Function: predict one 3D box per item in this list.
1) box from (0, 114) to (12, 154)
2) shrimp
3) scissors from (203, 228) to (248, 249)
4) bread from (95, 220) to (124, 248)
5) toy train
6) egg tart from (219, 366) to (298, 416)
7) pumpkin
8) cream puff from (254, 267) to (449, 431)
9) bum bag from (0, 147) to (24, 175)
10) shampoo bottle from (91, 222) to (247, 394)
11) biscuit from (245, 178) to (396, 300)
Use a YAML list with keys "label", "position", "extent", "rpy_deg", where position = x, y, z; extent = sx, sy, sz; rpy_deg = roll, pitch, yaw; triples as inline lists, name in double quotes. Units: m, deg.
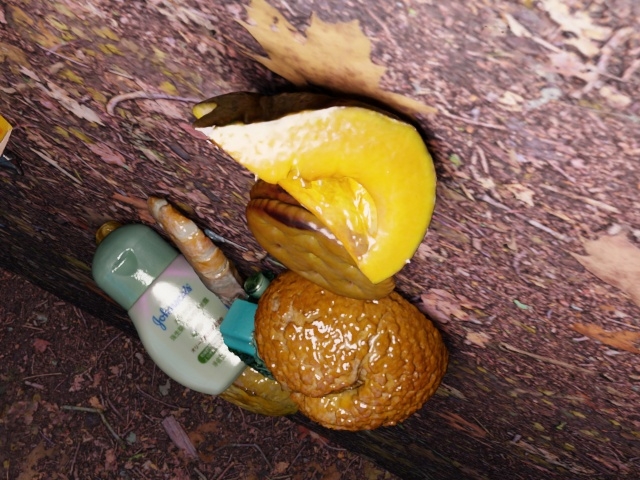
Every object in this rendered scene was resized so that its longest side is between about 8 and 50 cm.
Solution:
- label: "box"
  position: [-0.697, -0.159, 1.411]
  extent: [0.283, 0.260, 0.214]
  rpy_deg: [21, 164, 22]
- label: "shrimp"
  position: [-0.198, 0.026, 1.508]
  extent: [0.164, 0.062, 0.317]
  rpy_deg: [42, 171, 38]
- label: "scissors"
  position: [-0.155, 0.001, 1.483]
  extent: [0.083, 0.006, 0.036]
  rpy_deg: [22, 164, 17]
- label: "bread"
  position: [-0.429, 0.034, 1.876]
  extent: [0.077, 0.084, 0.367]
  rpy_deg: [-10, 169, -17]
- label: "toy train"
  position: [-0.066, 0.150, 1.515]
  extent: [0.112, 0.163, 0.203]
  rpy_deg: [11, 156, 47]
- label: "egg tart"
  position: [-0.140, 0.262, 1.924]
  extent: [0.443, 0.178, 0.443]
  rpy_deg: [24, 161, 9]
- label: "pumpkin"
  position: [0.010, -0.093, 0.853]
  extent: [0.254, 0.149, 0.130]
  rpy_deg: [40, -161, -29]
- label: "cream puff"
  position: [0.032, 0.167, 1.336]
  extent: [0.303, 0.212, 0.303]
  rpy_deg: [30, 162, 10]
- label: "bum bag"
  position: [-0.583, -0.157, 1.626]
  extent: [0.124, 0.034, 0.058]
  rpy_deg: [42, 172, -38]
- label: "shampoo bottle"
  position: [-0.266, 0.112, 1.655]
  extent: [0.349, 0.222, 0.151]
  rpy_deg: [42, 179, -4]
- label: "biscuit"
  position: [0.000, 0.000, 1.142]
  extent: [0.220, 0.066, 0.220]
  rpy_deg: [25, 162, 9]
